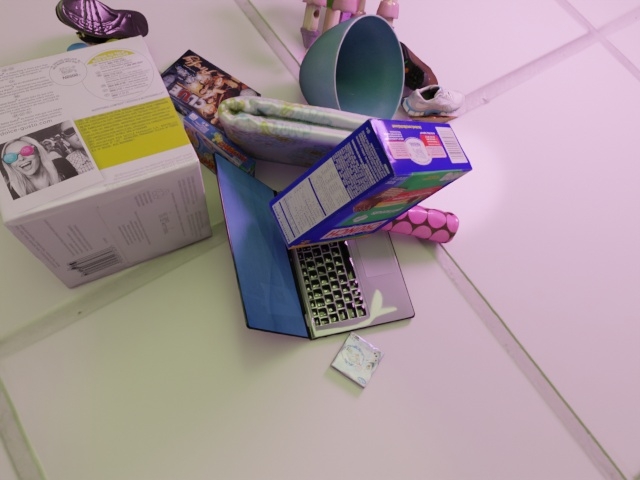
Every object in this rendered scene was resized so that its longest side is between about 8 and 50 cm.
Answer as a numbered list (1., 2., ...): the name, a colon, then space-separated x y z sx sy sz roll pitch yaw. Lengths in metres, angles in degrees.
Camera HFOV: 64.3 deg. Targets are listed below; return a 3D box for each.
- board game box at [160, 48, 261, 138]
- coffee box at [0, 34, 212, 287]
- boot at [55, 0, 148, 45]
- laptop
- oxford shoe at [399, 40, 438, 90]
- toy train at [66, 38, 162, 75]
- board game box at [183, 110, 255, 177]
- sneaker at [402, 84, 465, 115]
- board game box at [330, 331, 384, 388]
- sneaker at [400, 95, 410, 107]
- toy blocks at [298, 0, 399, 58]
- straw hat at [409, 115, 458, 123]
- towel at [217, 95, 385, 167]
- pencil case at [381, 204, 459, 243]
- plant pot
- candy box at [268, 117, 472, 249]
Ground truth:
1. board game box: -0.304 -0.389 1.359 0.243 0.042 0.165 33 65 6
2. coffee box: -0.455 -0.155 1.065 0.337 0.338 0.335 -22 71 -17
3. boot: -0.579 -0.539 1.278 0.236 0.178 0.086 -19 110 -54
4. laptop: 0.000 0.000 1.125 0.407 0.236 0.382 -10 68 -13
5. oxford shoe: 0.267 -0.496 1.481 0.096 0.083 0.227 5 47 -36
6. toy train: -0.506 -0.453 1.299 0.247 0.143 0.105 -20 71 -17
7. board game box: -0.243 -0.204 1.233 0.201 0.136 0.035 39 65 10
8. sneaker: 0.323 -0.388 1.386 0.190 0.083 0.072 -14 72 -22
9. board game box: 0.083 0.266 1.136 0.090 0.020 0.090 33 65 6
10. sneaker: 0.290 -0.397 1.460 0.135 0.052 0.058 3 55 -16
11. toy blocks: 0.034 -0.659 1.463 0.308 0.260 0.288 28 32 30
12. straw hat: 0.312 -0.311 1.406 0.144 0.144 0.061 -3 107 -10
13. towel: -0.036 -0.240 1.184 0.373 0.320 0.090 8 87 -5
14. pencil case: 0.229 -0.054 1.252 0.209 0.098 0.095 15 96 -18
15. plant pot: 0.059 -0.426 1.333 0.195 0.290 0.290 15 57 40
16. candy box: 0.095 -0.107 1.030 0.268 0.317 0.122 -10 74 -44
